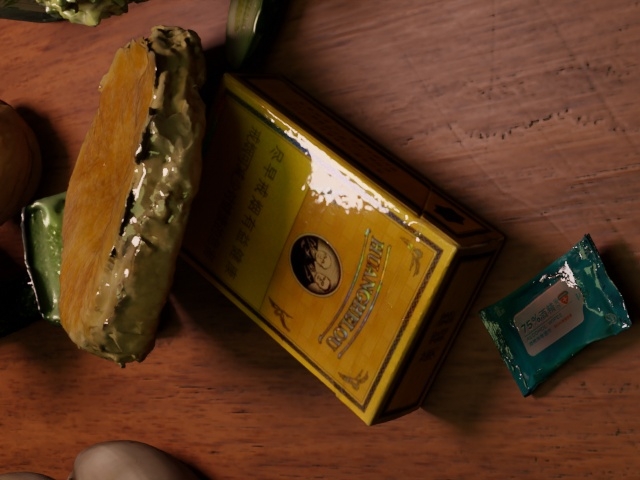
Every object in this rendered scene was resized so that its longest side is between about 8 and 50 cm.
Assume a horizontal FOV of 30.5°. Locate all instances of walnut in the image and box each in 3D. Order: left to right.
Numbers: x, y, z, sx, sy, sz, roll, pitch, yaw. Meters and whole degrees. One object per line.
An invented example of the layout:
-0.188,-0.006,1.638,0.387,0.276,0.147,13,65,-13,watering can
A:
-0.401,-0.087,1.372,0.166,0.149,0.167,-40,35,35,walnut

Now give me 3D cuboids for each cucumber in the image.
-0.389,0.086,1.432,0.245,0.067,0.067,-17,85,38,cucumber
-0.262,0.038,1.308,0.115,0.086,0.193,-22,76,-5,cucumber
-0.063,-0.216,1.137,0.067,0.035,0.107,46,125,48,cucumber

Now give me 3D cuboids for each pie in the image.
-0.185,-0.050,1.146,0.339,0.083,0.340,-169,90,-69,pie

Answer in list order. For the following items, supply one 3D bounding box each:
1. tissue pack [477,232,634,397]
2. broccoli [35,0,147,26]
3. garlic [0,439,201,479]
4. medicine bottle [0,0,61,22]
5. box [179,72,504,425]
0.194,0.064,0.962,0.138,0.028,0.085,-41,66,41,tissue pack
-0.182,-0.312,1.028,0.375,0.302,0.249,12,98,0,broccoli
-0.243,0.323,1.293,0.340,0.231,0.246,26,157,52,garlic
-0.399,-0.358,1.234,0.245,0.290,0.245,5,98,40,medicine bottle
0.000,0.000,1.078,0.301,0.084,0.193,38,120,30,box
